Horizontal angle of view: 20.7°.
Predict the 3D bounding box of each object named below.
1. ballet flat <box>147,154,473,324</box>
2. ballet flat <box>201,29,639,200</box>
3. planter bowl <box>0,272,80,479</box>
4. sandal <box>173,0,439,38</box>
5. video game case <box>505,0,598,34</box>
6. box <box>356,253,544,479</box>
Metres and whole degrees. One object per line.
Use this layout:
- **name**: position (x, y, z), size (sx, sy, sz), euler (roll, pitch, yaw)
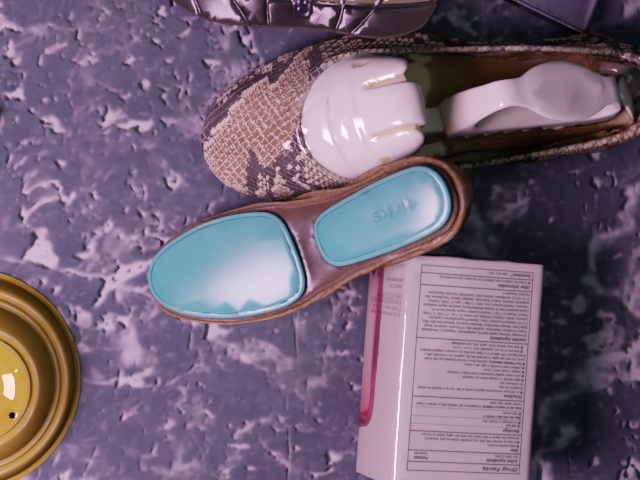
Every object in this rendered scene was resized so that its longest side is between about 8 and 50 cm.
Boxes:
- **ballet flat**: position (0.000, 0.000, 1.699), size (0.342, 0.124, 0.116), euler (-22, 84, 22)
- **ballet flat**: position (0.130, -0.135, 1.727), size (0.482, 0.182, 0.164), euler (-8, 94, -16)
- **planter bowl**: position (-0.326, 0.136, 1.639), size (0.217, 0.090, 0.217), euler (0, 91, -17)
- **sandal**: position (-0.032, -0.266, 1.719), size (0.302, 0.086, 0.120), euler (14, 114, -1)
- **video game case**: position (0.191, -0.358, 1.826), size (0.274, 0.026, 0.196), euler (23, 84, -15)
- **box**: position (0.128, 0.130, 1.757), size (0.148, 0.127, 0.232), euler (5, 89, -17)
